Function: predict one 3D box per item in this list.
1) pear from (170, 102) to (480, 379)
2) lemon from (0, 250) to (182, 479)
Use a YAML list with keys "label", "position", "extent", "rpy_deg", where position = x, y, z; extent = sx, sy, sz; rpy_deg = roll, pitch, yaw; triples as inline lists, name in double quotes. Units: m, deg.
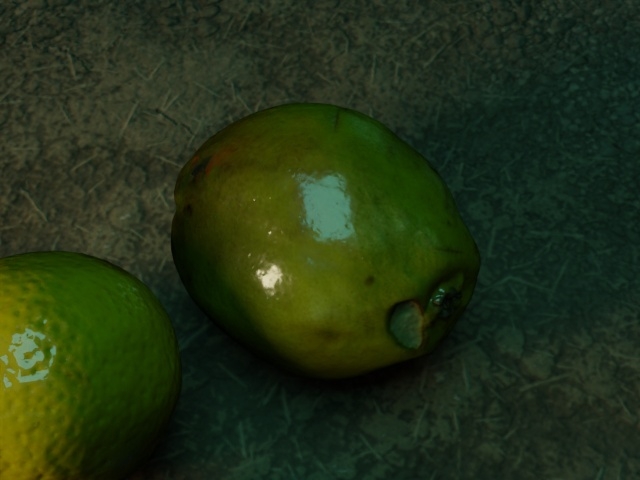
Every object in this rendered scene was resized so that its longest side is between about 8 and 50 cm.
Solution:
- label: "pear"
  position: [0.000, 0.000, 1.726]
  extent: [0.321, 0.269, 0.269]
  rpy_deg: [16, 58, 26]
- label: "lemon"
  position: [-0.259, 0.129, 1.645]
  extent: [0.267, 0.267, 0.267]
  rpy_deg: [-1, 58, 1]
